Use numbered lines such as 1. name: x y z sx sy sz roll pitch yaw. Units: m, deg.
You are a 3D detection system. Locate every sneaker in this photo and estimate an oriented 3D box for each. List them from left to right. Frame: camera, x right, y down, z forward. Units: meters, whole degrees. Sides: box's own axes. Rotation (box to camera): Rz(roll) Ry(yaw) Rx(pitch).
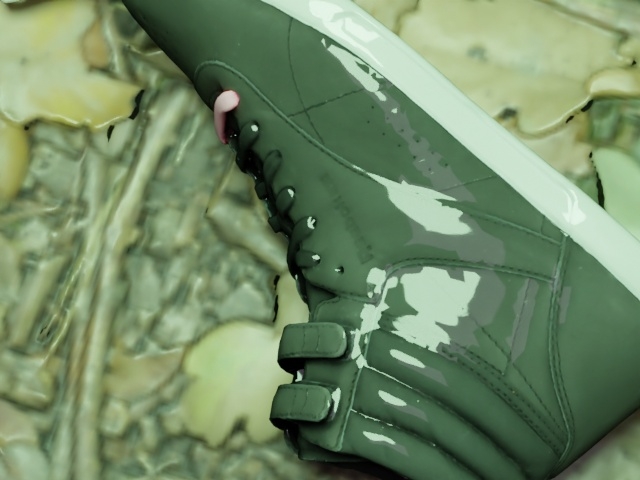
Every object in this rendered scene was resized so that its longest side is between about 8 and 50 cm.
1. sneaker: 0.000 0.000 0.639 0.296 0.104 0.147 39 79 6

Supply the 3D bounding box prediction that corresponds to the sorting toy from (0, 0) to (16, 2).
1. sorting toy: -0.123 -0.146 0.713 0.075 0.045 0.083 -29 79 6
